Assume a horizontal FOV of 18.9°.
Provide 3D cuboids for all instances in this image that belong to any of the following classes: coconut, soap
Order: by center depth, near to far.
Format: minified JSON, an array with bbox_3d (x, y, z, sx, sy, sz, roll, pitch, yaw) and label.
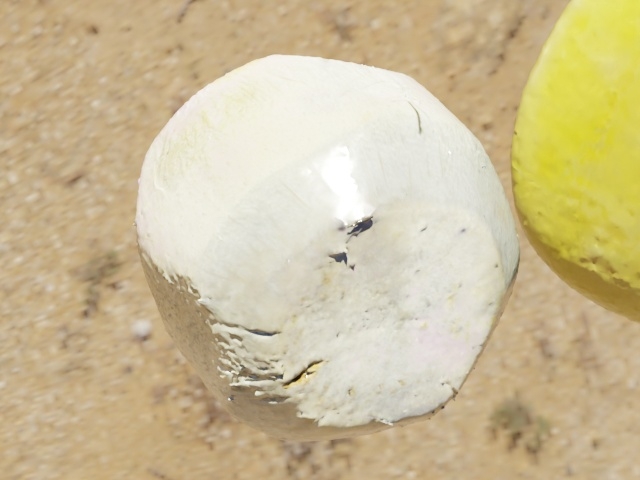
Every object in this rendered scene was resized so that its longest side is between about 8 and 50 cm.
[{"bbox_3d":[-0.002,0.001,1.174,0.227,0.230,0.227,-10,118,-19],"label":"coconut"},{"bbox_3d":[0.346,-0.056,1.366,0.427,0.306,0.115,14,27,-12],"label":"soap"}]
